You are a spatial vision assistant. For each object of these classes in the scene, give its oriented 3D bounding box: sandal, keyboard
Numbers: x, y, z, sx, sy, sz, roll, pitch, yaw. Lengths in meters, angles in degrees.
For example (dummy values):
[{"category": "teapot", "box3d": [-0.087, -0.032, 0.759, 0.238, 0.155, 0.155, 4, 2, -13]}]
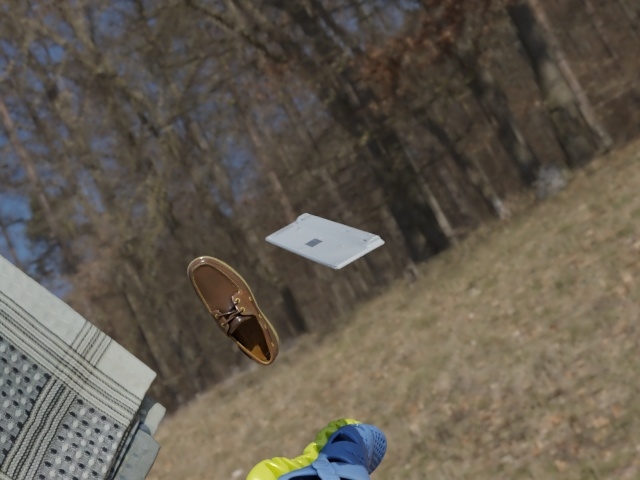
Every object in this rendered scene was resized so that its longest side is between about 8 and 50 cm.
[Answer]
[{"category": "sandal", "box3d": [0.022, 0.356, 1.694, 0.138, 0.126, 0.317, 12, 18, 29]}, {"category": "keyboard", "box3d": [0.000, 0.000, 1.517, 0.072, 0.014, 0.256, -35, 19, -14]}]

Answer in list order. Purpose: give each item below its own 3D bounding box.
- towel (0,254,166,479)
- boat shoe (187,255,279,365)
[{"category": "towel", "box3d": [-0.318, 0.199, 1.237, 0.056, 0.324, 0.312, -26, 29, 37]}, {"category": "boat shoe", "box3d": [-0.113, 0.096, 1.560, 0.064, 0.178, 0.060, -35, 17, 4]}]
